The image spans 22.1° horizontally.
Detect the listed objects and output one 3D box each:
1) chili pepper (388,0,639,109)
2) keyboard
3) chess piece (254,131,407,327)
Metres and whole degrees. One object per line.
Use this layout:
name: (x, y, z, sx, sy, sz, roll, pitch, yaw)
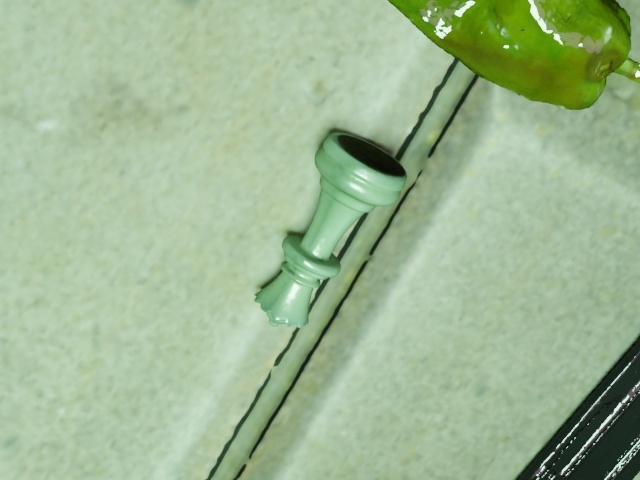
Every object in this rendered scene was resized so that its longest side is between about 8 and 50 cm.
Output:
chili pepper: (0.083, -0.100, 0.697, 0.204, 0.073, 0.072, 36, 115, -22)
keyboard: (0.179, 0.073, 0.862, 0.061, 0.013, 0.204, 35, 97, -34)
chess piece: (0.000, 0.000, 0.731, 0.042, 0.042, 0.093, 17, 113, -30)
